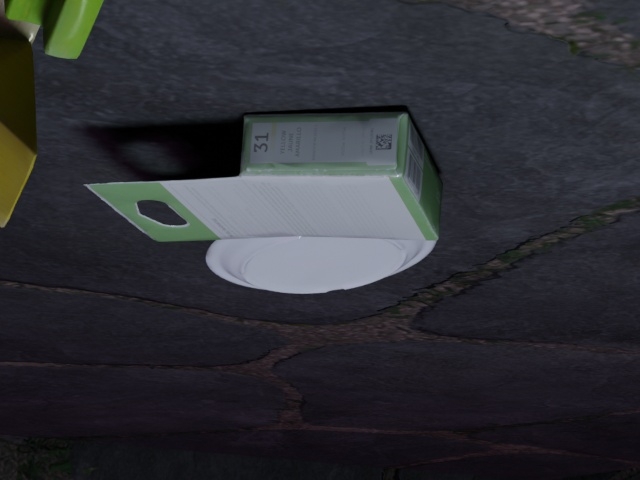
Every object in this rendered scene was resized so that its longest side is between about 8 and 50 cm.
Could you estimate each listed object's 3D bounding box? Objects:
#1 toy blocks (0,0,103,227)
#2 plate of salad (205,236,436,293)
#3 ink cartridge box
[{"bbox_3d":[-0.203,-0.148,0.497,0.261,0.191,0.381,7,145,-23],"label":"toy blocks"},{"bbox_3d":[0.000,0.000,1.410,0.199,0.048,0.200,-6,158,-2],"label":"plate of salad"},{"bbox_3d":[-0.036,-0.044,1.227,0.235,0.056,0.171,1,166,14],"label":"ink cartridge box"}]
